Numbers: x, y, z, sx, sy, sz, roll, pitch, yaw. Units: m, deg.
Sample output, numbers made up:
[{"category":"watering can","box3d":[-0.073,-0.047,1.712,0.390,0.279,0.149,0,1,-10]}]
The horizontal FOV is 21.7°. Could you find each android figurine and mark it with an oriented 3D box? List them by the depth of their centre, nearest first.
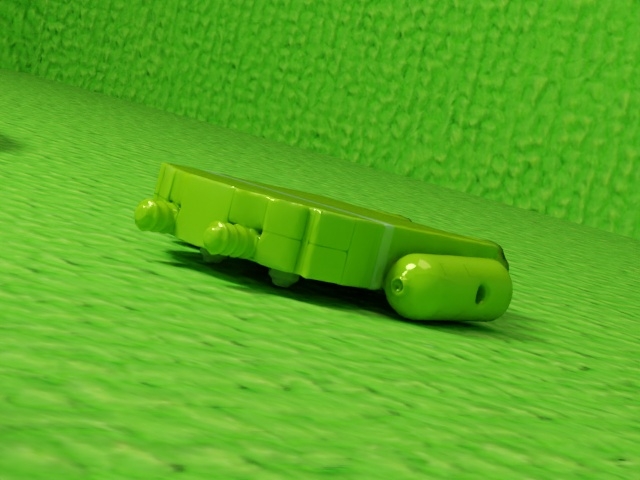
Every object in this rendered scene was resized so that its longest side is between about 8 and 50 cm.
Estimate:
[{"category":"android figurine","box3d":[0.000,0.000,1.096,0.248,0.056,0.273,17,6,38]}]
